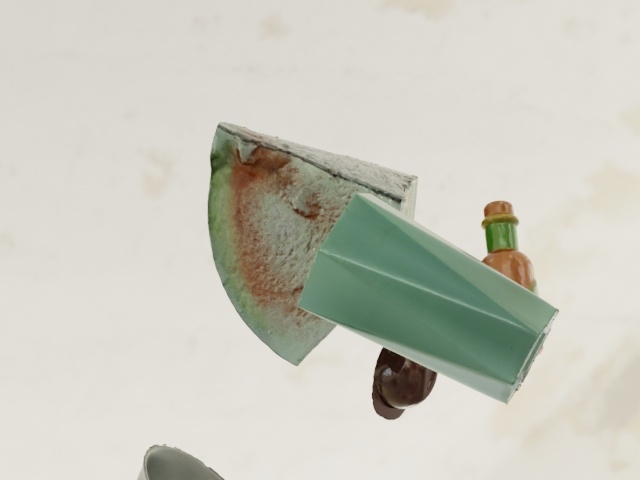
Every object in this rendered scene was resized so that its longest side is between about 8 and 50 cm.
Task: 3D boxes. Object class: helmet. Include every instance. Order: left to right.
[{"bbox_3d":[0.112,0.168,2.387,0.057,0.111,0.089,9,-5,39],"label":"helmet"}]

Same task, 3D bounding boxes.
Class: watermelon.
[{"bbox_3d":[0.000,0.000,2.287,0.320,0.289,0.214,28,-24,-35],"label":"watermelon"}]

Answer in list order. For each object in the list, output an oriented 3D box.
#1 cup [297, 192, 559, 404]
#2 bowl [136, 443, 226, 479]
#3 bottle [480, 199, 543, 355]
[{"bbox_3d":[0.110,0.067,1.988,0.134,0.236,0.148,-46,-17,-49],"label":"cup"},{"bbox_3d":[-0.148,0.318,2.142,0.086,0.189,0.189,-44,-31,15],"label":"bowl"},{"bbox_3d":[0.212,0.043,2.249,0.069,0.187,0.069,-5,-22,-2],"label":"bottle"}]
